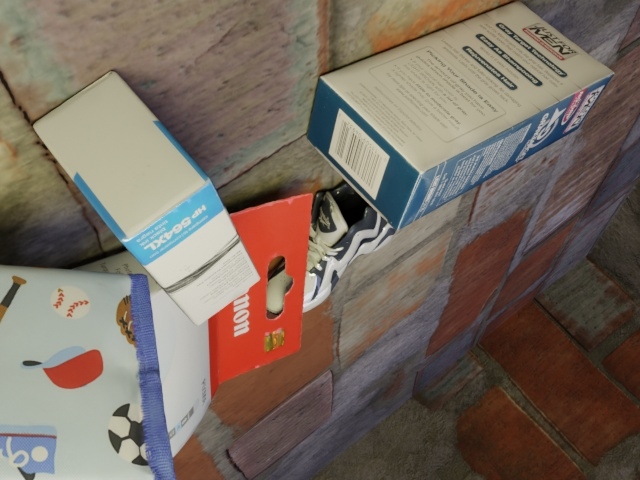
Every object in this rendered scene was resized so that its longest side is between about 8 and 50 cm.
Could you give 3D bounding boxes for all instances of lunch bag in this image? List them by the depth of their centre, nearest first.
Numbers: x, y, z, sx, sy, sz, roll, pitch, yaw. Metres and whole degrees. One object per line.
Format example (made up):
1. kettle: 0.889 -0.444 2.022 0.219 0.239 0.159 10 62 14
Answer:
1. lunch bag: -0.333 0.204 0.549 0.328 0.238 0.385 10 137 -31

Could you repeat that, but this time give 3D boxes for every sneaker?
1. sneaker: 0.000 0.000 0.981 0.235 0.094 0.153 -33 148 -4

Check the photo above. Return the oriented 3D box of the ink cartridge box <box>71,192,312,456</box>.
1. ink cartridge box: -0.161 0.133 0.844 0.385 0.091 0.308 -20 137 -27

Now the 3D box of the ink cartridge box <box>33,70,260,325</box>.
1. ink cartridge box: -0.146 -0.027 0.630 0.086 0.148 0.203 -39 156 -12

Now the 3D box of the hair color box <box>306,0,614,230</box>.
1. hair color box: 0.174 -0.165 0.854 0.347 0.174 0.105 -28 153 -28
